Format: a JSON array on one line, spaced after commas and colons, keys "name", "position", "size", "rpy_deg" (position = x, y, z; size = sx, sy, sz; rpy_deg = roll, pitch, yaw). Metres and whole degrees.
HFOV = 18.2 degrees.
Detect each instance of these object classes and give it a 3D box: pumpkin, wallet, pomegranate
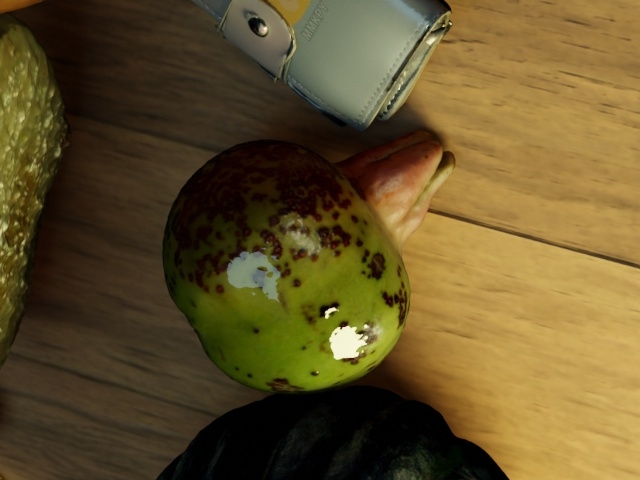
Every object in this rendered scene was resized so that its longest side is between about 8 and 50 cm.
[{"name": "pumpkin", "position": [0.011, 0.294, 1.623], "size": [0.363, 0.266, 0.363], "rpy_deg": [12, 120, 21]}, {"name": "wallet", "position": [-0.015, -0.196, 1.524], "size": [0.231, 0.069, 0.170], "rpy_deg": [41, 140, 5]}, {"name": "pomegranate", "position": [0.000, 0.000, 1.550], "size": [0.248, 0.214, 0.214], "rpy_deg": [-39, 95, -2]}]

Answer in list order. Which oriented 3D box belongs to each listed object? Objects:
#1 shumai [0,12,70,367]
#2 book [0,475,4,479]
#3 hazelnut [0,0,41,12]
[{"name": "shumai", "position": [-0.391, -0.026, 1.566], "size": [0.323, 0.324, 0.397], "rpy_deg": [14, 147, 2]}, {"name": "book", "position": [-0.321, 0.279, 1.901], "size": [0.118, 0.012, 0.172], "rpy_deg": [-31, 99, 31]}, {"name": "hazelnut", "position": [-0.285, -0.326, 1.440], "size": [0.409, 0.359, 0.359], "rpy_deg": [6, 115, 16]}]
